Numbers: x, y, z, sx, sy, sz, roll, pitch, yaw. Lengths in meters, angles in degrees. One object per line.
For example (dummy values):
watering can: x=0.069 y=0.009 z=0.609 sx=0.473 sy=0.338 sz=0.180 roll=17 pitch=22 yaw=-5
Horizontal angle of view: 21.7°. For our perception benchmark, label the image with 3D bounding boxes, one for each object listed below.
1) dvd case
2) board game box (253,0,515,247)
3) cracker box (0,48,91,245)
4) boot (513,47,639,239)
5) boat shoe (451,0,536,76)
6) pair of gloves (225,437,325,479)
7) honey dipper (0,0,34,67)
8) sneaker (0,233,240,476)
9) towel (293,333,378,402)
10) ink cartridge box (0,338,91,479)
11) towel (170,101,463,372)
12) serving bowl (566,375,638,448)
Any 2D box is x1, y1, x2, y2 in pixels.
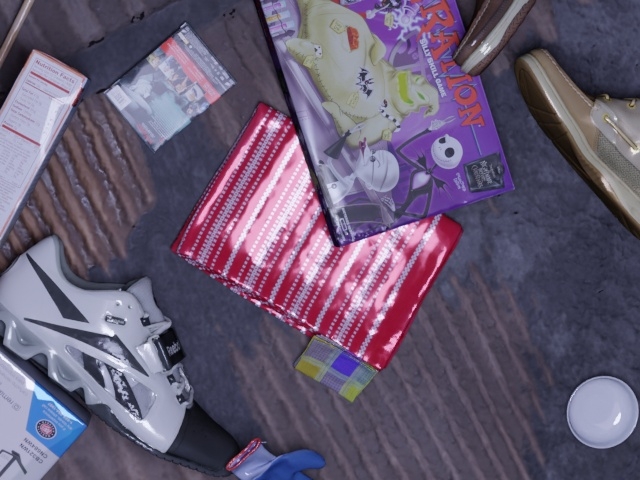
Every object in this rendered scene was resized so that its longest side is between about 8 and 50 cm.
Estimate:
dvd case: x=-0.164 y=-0.166 z=1.819 sx=0.119 sy=0.013 sz=0.087 roll=-41 pitch=98 yaw=-3
board game box: x=0.060 y=-0.187 z=1.812 sx=0.208 sy=0.056 sz=0.347 roll=-19 pitch=92 yaw=-11
cracker box: x=-0.321 y=-0.083 z=1.736 sx=0.067 sy=0.156 sz=0.232 roll=29 pitch=91 yaw=-7
boot: x=0.356 y=-0.152 z=1.839 sx=0.203 sy=0.095 sz=0.262 roll=-41 pitch=100 yaw=-1
boat shoe: x=0.196 y=-0.293 z=1.799 sx=0.095 sy=0.095 sz=0.257 roll=33 pitch=67 yaw=-1
pair of gloves: x=-0.081 y=0.294 z=1.813 sx=0.198 sy=0.023 sz=0.159 roll=-45 pitch=135 yaw=-3
honey dipper: x=-0.326 y=-0.230 z=1.789 sx=0.030 sy=0.030 sz=0.161 roll=28 pitch=95 yaw=-8
sneaker: x=-0.198 y=0.121 z=1.785 sx=0.330 sy=0.122 sz=0.146 roll=38 pitch=92 yaw=-9
towel: x=0.015 y=0.142 z=1.853 sx=0.083 sy=0.009 sz=0.060 roll=32 pitch=125 yaw=-8
ink cartridge box: x=-0.368 y=0.221 z=1.792 sx=0.148 sy=0.086 sz=0.203 roll=41 pitch=90 yaw=-8
towel: x=0.000 y=0.000 z=1.844 sx=0.275 sy=0.031 sz=0.199 roll=31 pitch=90 yaw=-8
serving bowl: x=0.318 y=0.193 z=1.898 sx=0.083 sy=0.027 sz=0.083 roll=-1 pitch=95 yaw=-6
